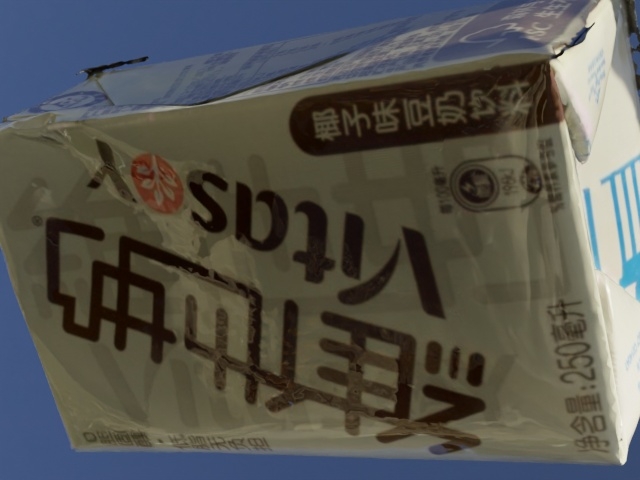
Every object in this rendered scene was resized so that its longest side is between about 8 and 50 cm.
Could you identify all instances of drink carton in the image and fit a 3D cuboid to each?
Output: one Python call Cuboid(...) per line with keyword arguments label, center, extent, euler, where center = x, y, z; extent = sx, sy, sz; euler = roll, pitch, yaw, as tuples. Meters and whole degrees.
Cuboid(label="drink carton", center=(0.001, 0.000, 0.595), extent=(0.325, 0.132, 0.194), euler=(-4, -69, 29))
